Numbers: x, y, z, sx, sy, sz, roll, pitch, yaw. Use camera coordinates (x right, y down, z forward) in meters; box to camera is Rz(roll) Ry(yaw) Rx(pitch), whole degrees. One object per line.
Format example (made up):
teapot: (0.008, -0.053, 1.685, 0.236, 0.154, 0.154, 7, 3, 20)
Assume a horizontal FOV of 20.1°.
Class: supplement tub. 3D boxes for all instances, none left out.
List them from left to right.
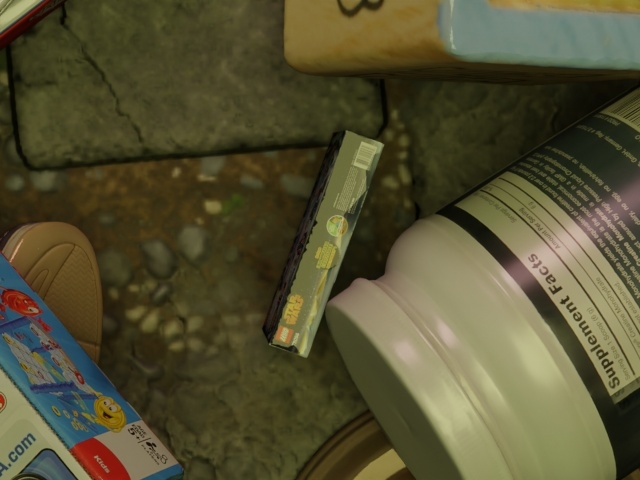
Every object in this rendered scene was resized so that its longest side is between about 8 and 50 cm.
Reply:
supplement tub: (0.161, 0.035, 1.061, 0.272, 0.191, 0.191, -32, 94, -10)

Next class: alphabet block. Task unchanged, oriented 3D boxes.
alphabet block: (0.106, -0.187, 1.035, 0.193, 0.197, 0.192, 2, 91, -27)

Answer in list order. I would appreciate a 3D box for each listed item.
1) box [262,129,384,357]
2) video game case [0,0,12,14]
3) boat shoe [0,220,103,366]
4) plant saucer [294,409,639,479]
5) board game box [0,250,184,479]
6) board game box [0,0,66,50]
box: (0.000, 0.000, 1.113, 0.027, 0.094, 0.137, 20, 90, -4)
video game case: (-0.257, -0.226, 1.055, 0.227, 0.026, 0.206, 41, 89, -5)
boat shoe: (-0.208, 0.123, 1.102, 0.103, 0.092, 0.285, 5, 97, -49)
plant saucer: (0.101, 0.229, 1.157, 0.278, 0.041, 0.278, 0, 93, -4)
board game box: (-0.284, 0.120, 1.019, 0.308, 0.086, 0.302, -45, 79, 19)
board game box: (-0.201, -0.265, 1.103, 0.316, 0.064, 0.242, -37, 94, -2)
